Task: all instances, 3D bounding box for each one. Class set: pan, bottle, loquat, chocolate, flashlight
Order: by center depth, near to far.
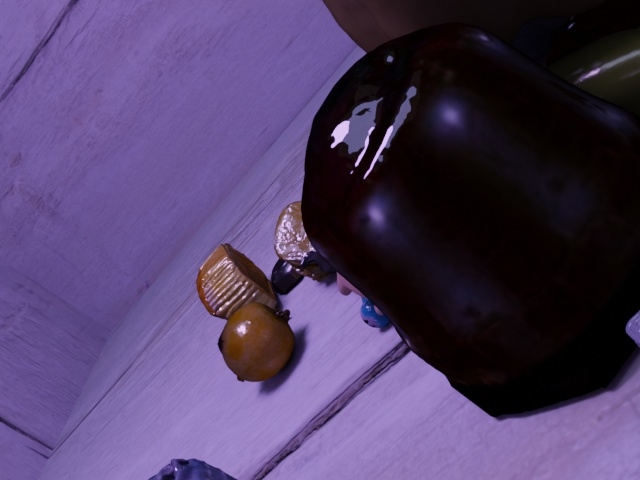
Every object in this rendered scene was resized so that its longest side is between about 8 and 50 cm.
[{"bbox_3d":[0.155,-0.063,0.721,0.383,0.331,0.384,-44,18,18],"label":"chocolate"},{"bbox_3d":[0.354,-0.193,0.824,0.260,0.112,0.112,-22,34,58],"label":"bottle"},{"bbox_3d":[0.088,0.093,1.056,0.051,0.051,0.129,-46,12,19],"label":"flashlight"},{"bbox_3d":[-0.117,0.188,1.246,0.163,0.137,0.163,-55,-3,-4],"label":"loquat"},{"bbox_3d":[-0.047,0.036,1.517,0.202,0.048,0.128,-43,18,26],"label":"pan"}]

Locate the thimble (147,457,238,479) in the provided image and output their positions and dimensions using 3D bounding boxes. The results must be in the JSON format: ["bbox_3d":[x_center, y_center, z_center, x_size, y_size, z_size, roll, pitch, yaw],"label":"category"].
[{"bbox_3d":[-0.169,0.411,0.871,0.205,0.172,0.236,-48,19,23],"label":"thimble"}]

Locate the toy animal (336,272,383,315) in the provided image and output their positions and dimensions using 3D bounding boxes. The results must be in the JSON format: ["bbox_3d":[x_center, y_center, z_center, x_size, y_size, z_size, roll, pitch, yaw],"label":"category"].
[{"bbox_3d":[0.117,-0.021,0.988,0.250,0.166,0.154,-53,-15,-32],"label":"toy animal"}]

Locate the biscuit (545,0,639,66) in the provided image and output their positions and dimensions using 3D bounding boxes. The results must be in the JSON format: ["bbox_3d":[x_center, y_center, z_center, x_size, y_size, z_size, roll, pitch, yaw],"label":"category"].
[{"bbox_3d":[0.423,-0.318,1.013,0.192,0.049,0.192,-50,10,12],"label":"biscuit"}]

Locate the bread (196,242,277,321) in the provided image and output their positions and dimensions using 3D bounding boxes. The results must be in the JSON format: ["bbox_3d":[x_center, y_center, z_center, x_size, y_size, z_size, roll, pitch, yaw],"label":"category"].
[{"bbox_3d":[-0.196,0.114,1.535,0.133,0.179,0.250,-43,26,1],"label":"bread"}]

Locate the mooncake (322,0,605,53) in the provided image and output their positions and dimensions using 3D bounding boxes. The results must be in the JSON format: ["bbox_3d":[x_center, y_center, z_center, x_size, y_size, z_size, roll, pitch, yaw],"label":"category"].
[{"bbox_3d":[0.201,-0.429,0.854,0.467,0.262,0.467,-23,40,20],"label":"mooncake"}]

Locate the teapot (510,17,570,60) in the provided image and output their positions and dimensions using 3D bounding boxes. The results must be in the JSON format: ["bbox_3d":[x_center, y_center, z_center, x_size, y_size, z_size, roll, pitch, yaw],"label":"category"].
[{"bbox_3d":[0.286,-0.399,1.252,0.300,0.253,0.344,-23,-5,-30],"label":"teapot"}]

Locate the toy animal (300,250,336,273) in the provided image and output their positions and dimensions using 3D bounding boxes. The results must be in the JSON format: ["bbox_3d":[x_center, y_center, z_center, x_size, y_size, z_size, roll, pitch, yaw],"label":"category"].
[{"bbox_3d":[0.052,0.014,1.155,0.148,0.084,0.232,-32,21,-29],"label":"toy animal"}]

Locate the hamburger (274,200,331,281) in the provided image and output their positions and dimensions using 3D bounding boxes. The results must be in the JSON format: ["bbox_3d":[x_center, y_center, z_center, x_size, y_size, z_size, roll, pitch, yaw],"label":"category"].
[{"bbox_3d":[0.000,0.000,1.327,0.184,0.131,0.159,7,71,22],"label":"hamburger"}]

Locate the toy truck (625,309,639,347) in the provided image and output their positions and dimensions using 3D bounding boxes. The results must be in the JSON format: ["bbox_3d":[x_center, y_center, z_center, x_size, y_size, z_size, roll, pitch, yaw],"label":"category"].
[{"bbox_3d":[0.299,0.062,0.565,0.083,0.044,0.039,-48,14,12],"label":"toy truck"}]
